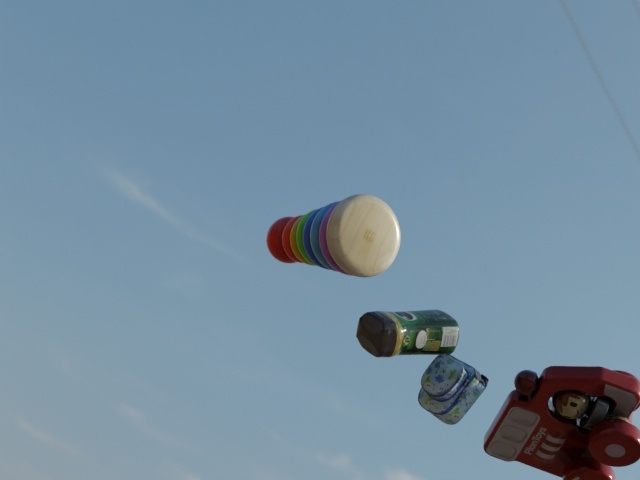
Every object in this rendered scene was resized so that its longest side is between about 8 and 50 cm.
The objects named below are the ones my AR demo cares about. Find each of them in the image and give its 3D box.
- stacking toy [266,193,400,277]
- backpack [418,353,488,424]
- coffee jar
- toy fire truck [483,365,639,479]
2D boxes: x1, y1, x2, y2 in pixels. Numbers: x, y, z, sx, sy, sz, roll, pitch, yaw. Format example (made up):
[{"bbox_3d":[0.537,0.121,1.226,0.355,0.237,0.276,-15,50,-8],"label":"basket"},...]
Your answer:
[{"bbox_3d":[0.000,0.000,1.978,0.141,0.141,0.330,38,-20,-22],"label":"stacking toy"},{"bbox_3d":[0.236,0.274,2.048,0.084,0.114,0.105,38,-6,-35],"label":"backpack"},{"bbox_3d":[0.163,0.175,2.075,0.184,0.079,0.096,2,16,-31],"label":"coffee jar"},{"bbox_3d":[0.474,0.351,2.132,0.254,0.169,0.302,18,-48,0],"label":"toy fire truck"}]
